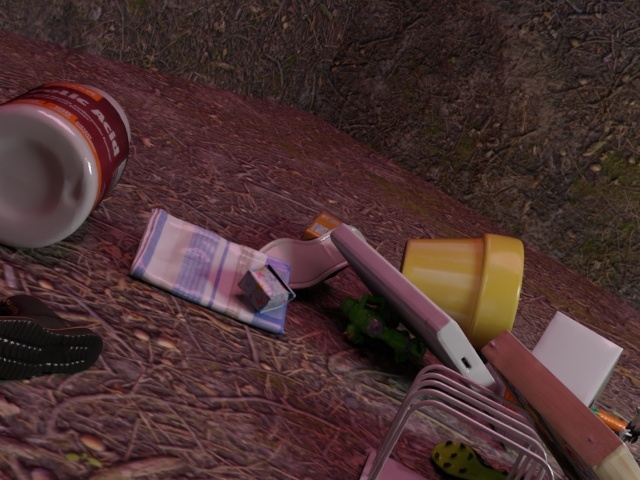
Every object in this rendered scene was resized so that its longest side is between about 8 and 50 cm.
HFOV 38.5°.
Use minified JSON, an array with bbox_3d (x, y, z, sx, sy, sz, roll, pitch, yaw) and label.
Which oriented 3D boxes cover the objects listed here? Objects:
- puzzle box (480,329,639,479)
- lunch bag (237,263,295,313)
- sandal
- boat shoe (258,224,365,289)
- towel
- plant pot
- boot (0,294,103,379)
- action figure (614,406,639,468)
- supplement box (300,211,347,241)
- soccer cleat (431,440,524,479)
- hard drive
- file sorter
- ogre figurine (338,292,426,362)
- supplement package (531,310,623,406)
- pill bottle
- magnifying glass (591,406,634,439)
[{"bbox_3d":[0.389,0.326,1.287,0.409,0.052,0.272,53,-1,-33],"label":"puzzle box"},{"bbox_3d":[-0.088,0.079,1.568,0.071,0.053,0.083,51,31,19],"label":"lunch bag"},{"bbox_3d":[0.352,0.290,1.633,0.076,0.101,0.265,24,12,-12],"label":"sandal"},{"bbox_3d":[-0.034,0.050,1.824,0.303,0.091,0.114,-11,70,-42],"label":"boat shoe"},{"bbox_3d":[-0.185,0.050,1.606,0.285,0.034,0.209,24,29,-10],"label":"towel"},{"bbox_3d":[0.285,0.099,1.951,0.239,0.253,0.254,10,14,3],"label":"plant pot"},{"bbox_3d":[-0.381,0.106,1.116,0.137,0.076,0.198,29,1,30],"label":"boot"},{"bbox_3d":[0.585,0.379,1.647,0.276,0.141,0.164,22,27,-20],"label":"action figure"},{"bbox_3d":[0.000,0.000,2.088,0.080,0.078,0.233,30,16,4],"label":"supplement box"},{"bbox_3d":[0.233,0.349,1.331,0.060,0.072,0.179,-38,35,-26],"label":"soccer cleat"},{"bbox_3d":[0.167,0.126,1.695,0.353,0.047,0.233,45,-6,48],"label":"hard drive"},{"bbox_3d":[0.165,0.278,1.130,0.193,0.173,0.278,27,5,7],"label":"file sorter"},{"bbox_3d":[0.103,0.154,1.699,0.118,0.097,0.197,31,22,-32],"label":"ogre figurine"},{"bbox_3d":[0.465,0.249,1.722,0.134,0.139,0.244,31,-9,21],"label":"supplement package"},{"bbox_3d":[-0.447,-0.146,1.542,0.224,0.224,0.392,24,15,-8],"label":"pill bottle"},{"bbox_3d":[0.551,0.353,1.910,0.231,0.026,0.092,25,14,3],"label":"magnifying glass"}]
